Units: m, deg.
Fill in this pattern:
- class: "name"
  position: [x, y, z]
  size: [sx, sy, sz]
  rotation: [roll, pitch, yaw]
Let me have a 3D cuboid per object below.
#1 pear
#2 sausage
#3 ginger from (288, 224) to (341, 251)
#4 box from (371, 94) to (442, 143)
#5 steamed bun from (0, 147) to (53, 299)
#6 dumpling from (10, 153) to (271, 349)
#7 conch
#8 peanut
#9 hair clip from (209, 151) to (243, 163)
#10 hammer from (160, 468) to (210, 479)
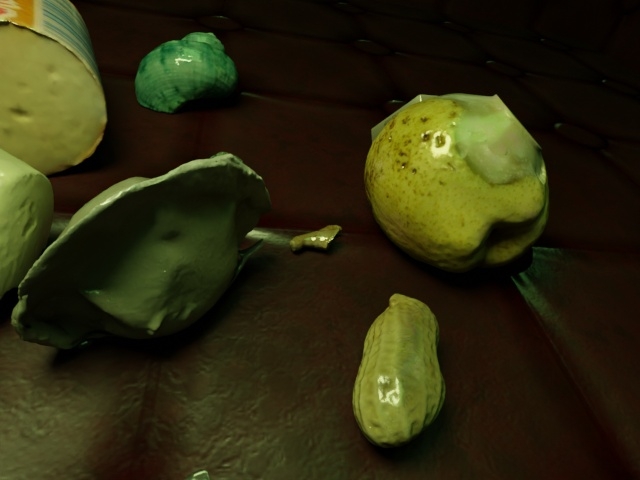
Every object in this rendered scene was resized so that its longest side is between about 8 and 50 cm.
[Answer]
- class: "pear"
  position: [0.202, -0.080, 0.670]
  size: [0.271, 0.271, 0.271]
  rotation: [8, 40, -7]
- class: "sausage"
  position: [-0.464, -0.265, 0.688]
  size: [0.233, 0.233, 0.287]
  rotation: [-9, 46, -26]
- class: "ginger"
  position: [0.001, 0.000, 0.662]
  size: [0.097, 0.030, 0.048]
  rotation: [-20, 22, -37]
- class: "box"
  position: [0.199, -0.211, 0.856]
  size: [0.141, 0.201, 0.058]
  rotation: [-1, 86, -19]
- class: "steamed bun"
  position: [-0.419, -0.020, 0.486]
  size: [0.226, 0.170, 0.199]
  rotation: [26, 70, -9]
- class: "dumpling"
  position: [-0.184, -0.005, 0.481]
  size: [0.293, 0.204, 0.163]
  rotation: [-33, 46, -31]
- class: "conch"
  position: [-0.266, -0.356, 0.927]
  size: [0.196, 0.134, 0.202]
  rotation: [19, 40, 4]
- class: "peanut"
  position: [0.091, 0.132, 0.487]
  size: [0.094, 0.083, 0.194]
  rotation: [20, 39, 7]
- class: "hair clip"
  position: [-0.149, -0.077, 0.706]
  size: [0.066, 0.036, 0.229]
  rotation: [6, 33, -16]
- class: "hammer"
  position: [-0.100, 0.288, 0.293]
  size: [0.103, 0.029, 0.246]
  rotation: [-7, 45, -24]
